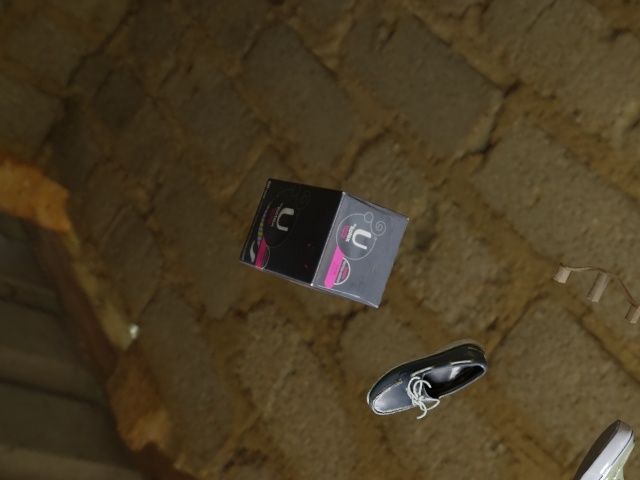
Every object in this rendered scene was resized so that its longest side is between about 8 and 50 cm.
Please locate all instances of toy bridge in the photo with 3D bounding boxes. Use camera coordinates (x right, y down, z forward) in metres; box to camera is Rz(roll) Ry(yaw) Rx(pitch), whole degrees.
[{"bbox_3d":[0.519,0.083,2.129,0.026,0.063,0.188,10,-162,-48],"label":"toy bridge"}]

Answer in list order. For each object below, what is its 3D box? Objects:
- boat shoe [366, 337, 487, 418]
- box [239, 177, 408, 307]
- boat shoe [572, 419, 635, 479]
[{"bbox_3d":[0.206,0.278,2.214,0.095,0.254,0.079,60,-168,-30],"label":"boat shoe"},{"bbox_3d":[0.000,0.000,1.952,0.143,0.165,0.270,21,176,-31],"label":"box"},{"bbox_3d":[0.541,0.484,2.229,0.094,0.302,0.109,28,-155,8],"label":"boat shoe"}]
